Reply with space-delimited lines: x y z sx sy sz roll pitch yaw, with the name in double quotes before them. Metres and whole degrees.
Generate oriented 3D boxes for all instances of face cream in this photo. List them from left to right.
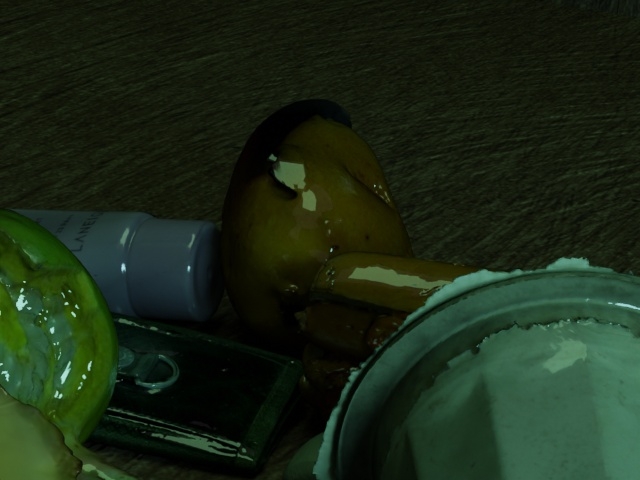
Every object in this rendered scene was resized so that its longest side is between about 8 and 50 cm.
"face cream" -0.224 0.020 1.625 0.274 0.096 0.154 3 38 18

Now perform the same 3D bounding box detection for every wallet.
"wallet" -0.138 0.115 1.435 0.236 0.055 0.160 10 27 12

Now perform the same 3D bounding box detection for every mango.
"mango" 0.000 0.000 1.597 0.201 0.152 0.287 36 22 -11

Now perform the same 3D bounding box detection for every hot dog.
"hot dog" 0.147 0.106 1.392 0.349 0.158 0.117 10 38 4

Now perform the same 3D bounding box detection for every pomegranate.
"pomegranate" -0.222 0.117 1.216 0.302 0.236 0.236 46 34 14

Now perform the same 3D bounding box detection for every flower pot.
"flower pot" 0.143 0.194 1.024 0.290 0.290 0.259 4 33 -3

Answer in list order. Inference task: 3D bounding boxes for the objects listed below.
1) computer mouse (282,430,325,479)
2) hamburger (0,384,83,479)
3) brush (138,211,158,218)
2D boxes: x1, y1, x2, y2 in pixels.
"computer mouse" 0.048 0.174 1.309 0.089 0.056 0.181 -17 29 -36
"hamburger" -0.272 0.193 0.987 0.261 0.186 0.303 -8 33 -28
"brush" -0.201 0.009 1.734 0.043 0.032 0.193 11 20 16
